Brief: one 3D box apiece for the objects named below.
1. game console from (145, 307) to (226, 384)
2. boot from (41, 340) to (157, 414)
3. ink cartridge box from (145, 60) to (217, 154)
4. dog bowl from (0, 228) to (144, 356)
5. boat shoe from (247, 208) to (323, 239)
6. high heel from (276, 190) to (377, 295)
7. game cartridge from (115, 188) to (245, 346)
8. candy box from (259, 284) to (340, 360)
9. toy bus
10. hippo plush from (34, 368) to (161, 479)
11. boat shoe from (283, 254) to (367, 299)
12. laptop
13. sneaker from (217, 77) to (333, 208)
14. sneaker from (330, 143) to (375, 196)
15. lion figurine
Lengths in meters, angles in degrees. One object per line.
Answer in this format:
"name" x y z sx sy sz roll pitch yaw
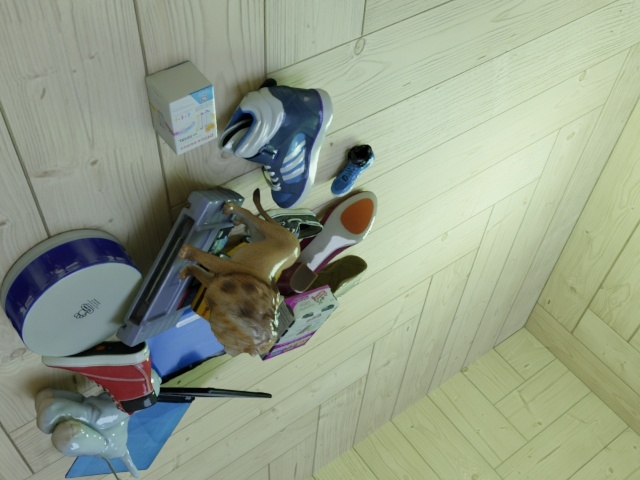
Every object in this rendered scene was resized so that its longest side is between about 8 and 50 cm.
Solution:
"game console" -0.325 0.245 1.878 0.293 0.173 0.250 -25 116 -12
"boot" -0.482 0.306 1.562 0.088 0.245 0.176 -68 157 -64
"ink cartridge box" -0.252 -0.236 1.312 0.092 0.090 0.143 -29 147 -23
"dog bowl" -0.497 0.109 1.451 0.265 0.104 0.264 -30 148 -21
"boat shoe" -0.083 -0.033 1.804 0.219 0.070 0.077 -12 139 -42
"high heel" 0.000 0.000 1.973 0.377 0.127 0.181 -44 -164 -21
"game cartridge" -0.292 0.053 1.548 0.355 0.068 0.230 -60 167 11
"candy box" -0.071 0.227 1.960 0.159 0.071 0.233 -15 154 -40
"toy bus" -0.186 0.089 1.661 0.108 0.130 0.333 -61 174 18
"hippo plush" -0.494 0.380 1.662 0.236 0.294 0.234 -51 169 -5
"boat shoe" 0.015 0.144 2.127 0.302 0.109 0.098 -28 147 -36
"laptop" -0.396 0.523 1.945 0.408 0.236 0.382 -4 166 20
"sneaker" -0.123 -0.187 1.516 0.236 0.130 0.322 -10 141 -32
"sneaker" 0.077 -0.183 1.813 0.152 0.058 0.084 -43 157 -8
"lion figurine" -0.131 0.049 1.447 0.392 0.240 0.142 -56 168 -41
